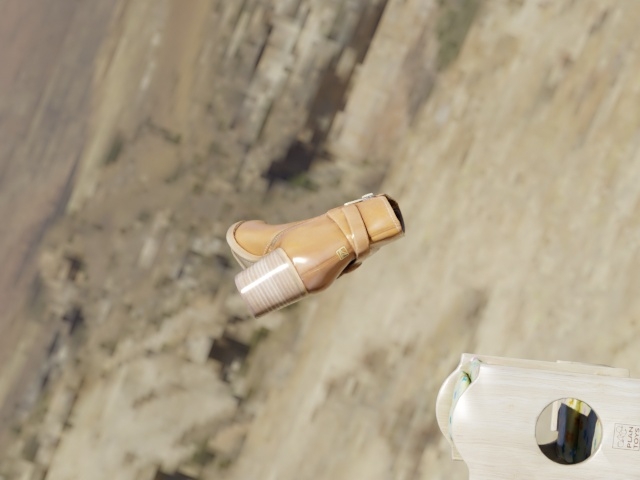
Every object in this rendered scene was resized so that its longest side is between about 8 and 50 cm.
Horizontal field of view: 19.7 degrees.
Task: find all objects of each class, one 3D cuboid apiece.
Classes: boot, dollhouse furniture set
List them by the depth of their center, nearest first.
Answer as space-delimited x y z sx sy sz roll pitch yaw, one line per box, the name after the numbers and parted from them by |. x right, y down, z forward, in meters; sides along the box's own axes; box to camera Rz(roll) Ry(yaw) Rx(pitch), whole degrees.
0.107 0.143 0.967 0.182 0.101 0.161 112 164 -88 | dollhouse furniture set
0.000 0.000 1.637 0.152 0.073 0.197 -29 18 3 | boot
